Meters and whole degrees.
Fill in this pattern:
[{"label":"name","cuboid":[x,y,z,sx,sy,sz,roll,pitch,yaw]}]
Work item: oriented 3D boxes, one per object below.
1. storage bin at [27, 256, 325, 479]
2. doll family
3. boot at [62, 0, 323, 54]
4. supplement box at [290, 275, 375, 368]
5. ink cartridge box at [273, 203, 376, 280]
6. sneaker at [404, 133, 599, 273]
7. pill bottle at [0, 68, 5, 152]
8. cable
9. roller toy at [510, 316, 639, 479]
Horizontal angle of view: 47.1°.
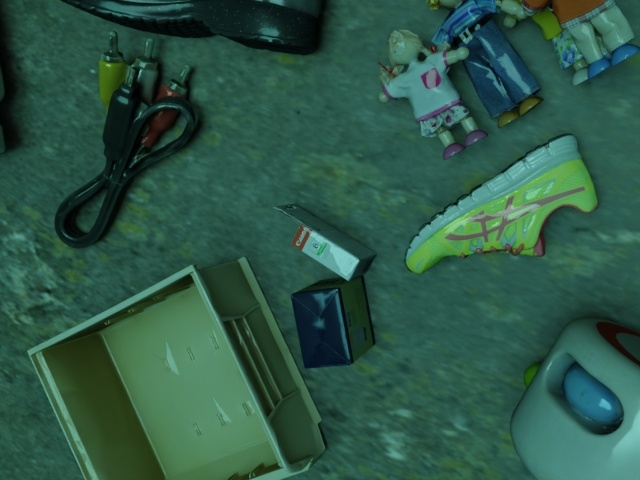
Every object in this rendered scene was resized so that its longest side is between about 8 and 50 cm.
[{"label":"storage bin","cuboid":[-0.166,0.189,0.873,0.262,0.123,0.260,-26,87,23]},{"label":"doll family","cuboid":[0.176,-0.203,0.702,0.263,0.118,0.163,-29,92,41]},{"label":"boot","cuboid":[-0.137,-0.339,0.807,0.338,0.118,0.223,11,99,9]},{"label":"supplement box","cuboid":[0.016,0.088,0.806,0.056,0.083,0.083,-8,94,23]},{"label":"ink cartridge box","cuboid":[0.000,0.000,0.812,0.115,0.063,0.029,31,105,16]},{"label":"sneaker","cuboid":[0.178,-0.014,0.729,0.208,0.081,0.094,-34,86,22]},{"label":"pill bottle","cuboid":[-0.480,-0.221,0.939,0.131,0.131,0.229,-9,94,23]},{"label":"cable","cuboid":[-0.237,-0.105,0.914,0.139,0.072,0.287,25,119,0]},{"label":"roller toy","cuboid":[0.284,0.162,0.649,0.209,0.191,0.146,30,106,16]}]
